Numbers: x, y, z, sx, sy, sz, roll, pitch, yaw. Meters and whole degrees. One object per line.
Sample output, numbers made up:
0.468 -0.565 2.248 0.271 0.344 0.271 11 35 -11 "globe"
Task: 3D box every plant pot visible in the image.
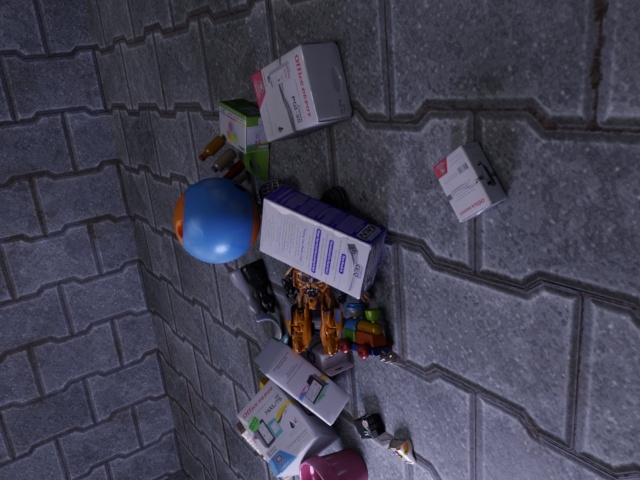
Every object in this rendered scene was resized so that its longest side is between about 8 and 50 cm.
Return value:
0.055 0.809 1.825 0.201 0.180 0.201 29 127 47 "plant pot"

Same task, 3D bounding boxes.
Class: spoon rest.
-0.178 0.398 2.072 0.137 0.084 0.277 -127 20 -63 "spoon rest"

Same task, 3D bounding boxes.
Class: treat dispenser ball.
-0.346 -0.067 1.800 0.288 0.288 0.288 30 129 47 "treat dispenser ball"

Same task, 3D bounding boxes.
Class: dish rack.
-0.123 -0.068 1.781 0.208 0.074 0.272 -3 101 55 "dish rack"

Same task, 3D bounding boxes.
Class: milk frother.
-0.014 0.224 1.739 0.134 0.129 0.143 -2 72 22 "milk frother"

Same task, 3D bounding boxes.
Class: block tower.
-0.215 0.837 2.198 0.335 0.091 0.097 55 168 -21 "block tower"

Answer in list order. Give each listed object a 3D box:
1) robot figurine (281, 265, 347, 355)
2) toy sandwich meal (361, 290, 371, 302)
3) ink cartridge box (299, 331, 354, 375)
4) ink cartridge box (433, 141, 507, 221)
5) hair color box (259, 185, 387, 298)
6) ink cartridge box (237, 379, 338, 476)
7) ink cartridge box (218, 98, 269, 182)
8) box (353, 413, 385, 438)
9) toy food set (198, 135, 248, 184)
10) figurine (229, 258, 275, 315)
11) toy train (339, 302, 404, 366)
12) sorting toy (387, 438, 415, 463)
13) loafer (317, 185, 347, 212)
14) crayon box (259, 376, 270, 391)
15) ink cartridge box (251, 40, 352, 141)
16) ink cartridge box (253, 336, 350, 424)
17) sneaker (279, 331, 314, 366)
-0.016 0.191 1.599 0.211 0.085 0.291 0 101 14 "robot figurine"
0.109 0.141 1.536 0.085 0.029 0.085 42 178 2 "toy sandwich meal"
0.016 0.361 1.741 0.180 0.104 0.060 22 120 50 "ink cartridge box"
0.309 -0.120 1.116 0.099 0.056 0.135 -40 71 56 "ink cartridge box"
0.000 0.000 1.485 0.338 0.110 0.185 26 128 22 "hair color box"
-0.118 0.667 1.925 0.198 0.197 0.270 -48 58 4 "ink cartridge box"
-0.260 -0.332 1.833 0.188 0.097 0.255 36 132 43 "ink cartridge box"
0.154 0.585 1.688 0.083 0.052 0.062 -34 75 57 "box"
-0.339 -0.253 1.906 0.111 0.104 0.232 38 164 20 "toy food set"
-0.262 0.197 2.104 0.215 0.092 0.210 -24 89 58 "figurine"
0.154 0.255 1.501 0.248 0.105 0.144 1 92 56 "toy train"
0.247 0.633 1.593 0.075 0.045 0.083 52 147 -4 "sorting toy"
0.001 -0.021 1.588 0.109 0.095 0.303 49 141 35 "loafer"
-0.165 0.696 2.194 0.318 0.081 0.202 39 135 42 "crayon box"
-0.058 -0.402 1.476 0.283 0.117 0.207 -3 102 57 "ink cartridge box"
-0.064 0.451 1.743 0.278 0.117 0.201 42 167 -13 "ink cartridge box"
-0.074 0.456 1.921 0.283 0.110 0.122 54 139 26 "sneaker"
